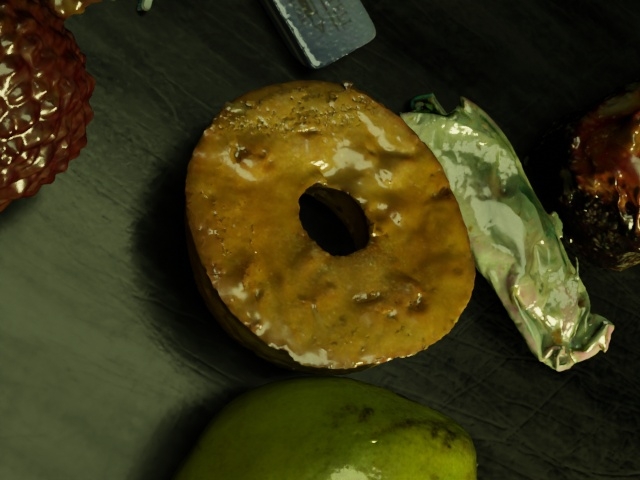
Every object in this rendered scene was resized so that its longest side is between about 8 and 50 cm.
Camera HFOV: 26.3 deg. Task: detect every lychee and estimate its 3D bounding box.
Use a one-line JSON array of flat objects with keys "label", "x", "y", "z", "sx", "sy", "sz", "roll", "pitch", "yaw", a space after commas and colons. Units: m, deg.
[{"label": "lychee", "x": -0.303, "y": -0.144, "z": 1.079, "sx": 0.300, "sy": 0.264, "sz": 0.264, "roll": -22, "pitch": 90, "yaw": -3}]

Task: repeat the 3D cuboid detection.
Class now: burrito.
[{"label": "burrito", "x": 0.179, "y": -0.013, "z": 1.337, "sx": 0.096, "sy": 0.066, "sz": 0.309, "roll": -32, "pitch": 91, "yaw": -19}]

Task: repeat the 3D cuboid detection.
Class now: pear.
[{"label": "pear", "x": 0.003, "y": 0.218, "z": 1.160, "sx": 0.269, "sy": 0.212, "sz": 0.212, "roll": -13, "pitch": 87, "yaw": -8}]

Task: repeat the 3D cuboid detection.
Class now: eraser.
[{"label": "eraser", "x": -0.035, "y": -0.272, "z": 1.312, "sx": 0.082, "sy": 0.036, "sz": 0.225, "roll": -31, "pitch": 94, "yaw": -20}]

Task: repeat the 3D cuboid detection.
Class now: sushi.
[{"label": "sushi", "x": 0.387, "y": -0.091, "z": 1.366, "sx": 0.343, "sy": 0.182, "sz": 0.196, "roll": -25, "pitch": 98, "yaw": -19}]

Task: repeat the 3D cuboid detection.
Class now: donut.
[{"label": "donut", "x": 0.000, "y": -0.003, "z": 1.224, "sx": 0.277, "sy": 0.108, "sz": 0.278, "roll": 7, "pitch": 65, "yaw": -16}]

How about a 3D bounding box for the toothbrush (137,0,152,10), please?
[{"label": "toothbrush", "x": -0.147, "y": -0.289, "z": 1.283, "sx": 0.014, "sy": 0.017, "sz": 0.162, "roll": 22, "pitch": 74, "yaw": -38}]
